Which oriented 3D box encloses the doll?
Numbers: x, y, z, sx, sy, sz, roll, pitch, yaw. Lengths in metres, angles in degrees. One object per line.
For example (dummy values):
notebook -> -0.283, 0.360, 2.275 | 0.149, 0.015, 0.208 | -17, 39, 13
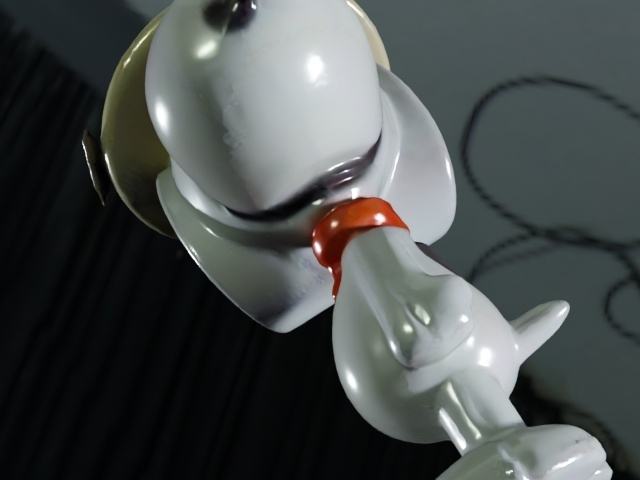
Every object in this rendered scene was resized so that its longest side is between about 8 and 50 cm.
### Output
doll -> 0.007, 0.013, 0.814 | 0.271, 0.144, 0.208 | 59, 178, 8
